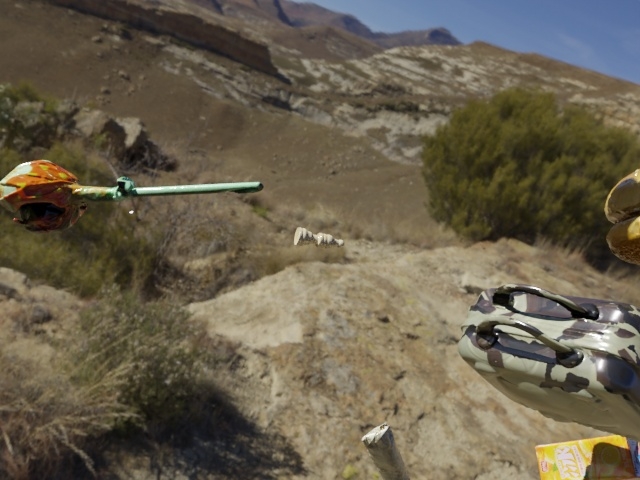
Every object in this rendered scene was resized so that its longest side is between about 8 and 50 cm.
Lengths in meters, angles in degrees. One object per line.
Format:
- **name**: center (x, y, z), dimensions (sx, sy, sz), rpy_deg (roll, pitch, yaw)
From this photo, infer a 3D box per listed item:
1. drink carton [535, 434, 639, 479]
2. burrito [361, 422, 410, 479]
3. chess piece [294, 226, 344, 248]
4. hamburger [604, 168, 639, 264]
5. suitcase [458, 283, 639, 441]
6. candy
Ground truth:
- **drink carton**: center (0.618, 0.511, 1.355), dimensions (0.071, 0.223, 0.096), rpy_deg (22, 55, -36)
- **burrito**: center (0.185, 0.587, 1.555), dimensions (0.059, 0.082, 0.275), rpy_deg (-113, 178, -62)
- **chess piece**: center (0.000, 0.000, 1.092), dimensions (0.092, 0.035, 0.035), rpy_deg (11, 20, -16)
- **hamburger**: center (0.627, -0.035, 0.949), dimensions (0.290, 0.170, 0.314), rpy_deg (12, -9, -13)
- **suitcase**: center (0.416, 0.206, 1.036), dimensions (0.339, 0.193, 0.352), rpy_deg (41, -21, -30)
- **candy**: center (-0.127, -0.033, 0.390), dimensions (0.185, 0.048, 0.055), rpy_deg (-2, -11, 12)
